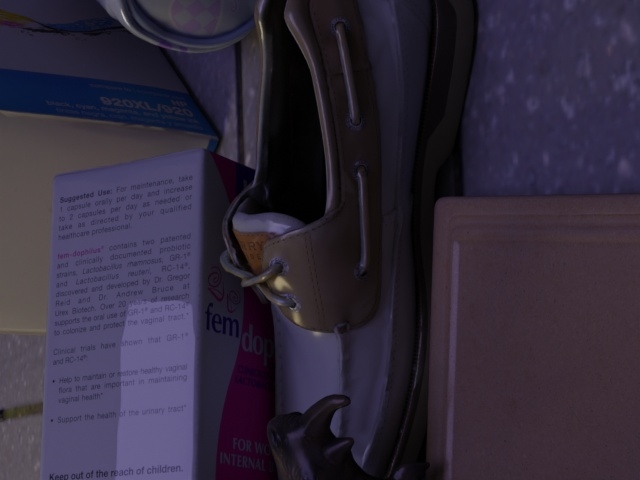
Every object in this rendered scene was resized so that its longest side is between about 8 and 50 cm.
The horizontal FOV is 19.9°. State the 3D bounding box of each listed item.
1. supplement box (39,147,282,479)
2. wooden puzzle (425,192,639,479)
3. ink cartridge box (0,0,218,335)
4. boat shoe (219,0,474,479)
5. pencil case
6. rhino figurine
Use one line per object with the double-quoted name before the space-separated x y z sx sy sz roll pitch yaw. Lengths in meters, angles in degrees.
"supplement box" -0.079 0.072 1.017 0.114 0.111 0.220 -10 73 32
"wooden puzzle" 0.117 0.090 0.820 0.239 0.044 0.220 1 88 63
"ink cartridge box" -0.206 -0.072 1.225 0.232 0.168 0.171 56 132 44
"boat shoe" 0.000 0.000 0.950 0.113 0.103 0.302 10 95 58
"pencil case" -0.125 -0.217 1.164 0.273 0.113 0.124 41 111 51
"rhino figurine" 0.002 0.177 0.913 0.106 0.073 0.243 23 123 28
